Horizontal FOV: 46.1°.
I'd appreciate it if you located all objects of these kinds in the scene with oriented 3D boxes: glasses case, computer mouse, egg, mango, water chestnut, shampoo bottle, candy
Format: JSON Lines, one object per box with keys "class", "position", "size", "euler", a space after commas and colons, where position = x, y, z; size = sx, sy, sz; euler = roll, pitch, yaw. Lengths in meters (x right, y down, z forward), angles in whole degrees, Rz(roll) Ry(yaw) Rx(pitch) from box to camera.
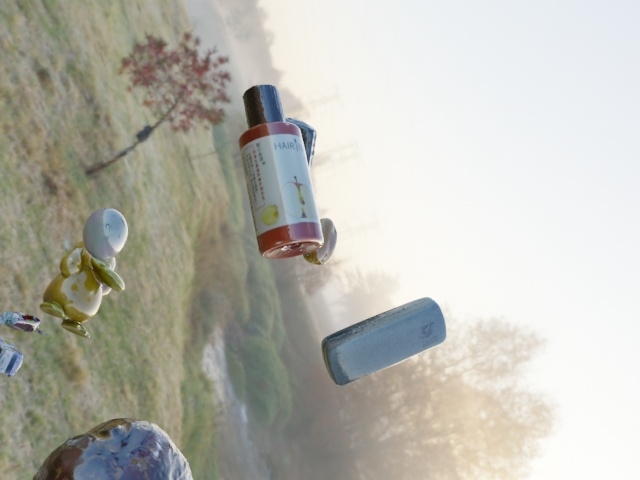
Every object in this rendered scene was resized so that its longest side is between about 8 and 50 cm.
{"class": "glasses case", "position": [0.161, 0.252, 1.899], "size": [0.074, 0.323, 0.131], "euler": [-130, -159, -60]}
{"class": "computer mouse", "position": [-0.109, -0.216, 2.129], "size": [0.100, 0.170, 0.270], "euler": [-87, -172, -77]}
{"class": "egg", "position": [-0.512, -0.015, 1.790], "size": [0.103, 0.103, 0.135], "euler": [-110, -146, -51]}
{"class": "mango", "position": [0.000, 0.000, 1.705], "size": [0.060, 0.114, 0.080], "euler": [17, -26, 34]}
{"class": "water chestnut", "position": [-0.358, 0.447, 1.283], "size": [0.244, 0.289, 0.289], "euler": [47, -7, 14]}
{"class": "shampoo bottle", "position": [-0.072, -0.116, 1.204], "size": [0.104, 0.104, 0.278], "euler": [75, 2, -76]}
{"class": "candy", "position": [-0.706, 0.193, 1.780], "size": [0.045, 0.043, 0.175], "euler": [42, -1, 24]}

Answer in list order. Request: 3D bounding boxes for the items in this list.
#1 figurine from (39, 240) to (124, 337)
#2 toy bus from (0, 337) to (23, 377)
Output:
{"class": "figurine", "position": [-0.630, 0.115, 1.985], "size": [0.215, 0.228, 0.215], "euler": [43, -14, 13]}
{"class": "toy bus", "position": [-0.633, 0.230, 1.498], "size": [0.058, 0.052, 0.102], "euler": [29, -6, -37]}
